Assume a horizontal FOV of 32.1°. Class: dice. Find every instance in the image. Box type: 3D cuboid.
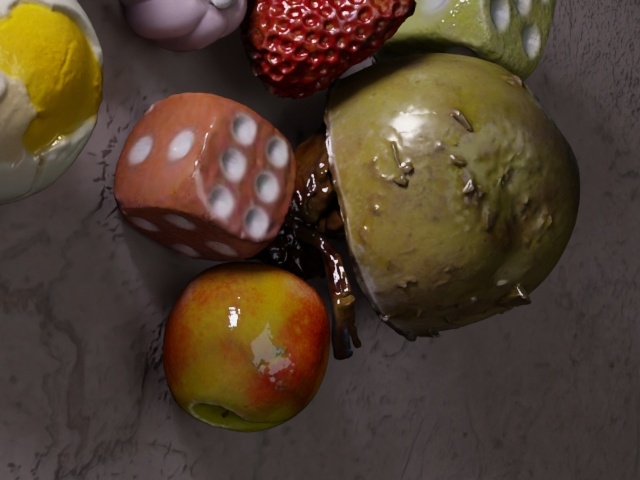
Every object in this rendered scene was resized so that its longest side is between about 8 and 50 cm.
[{"bbox_3d":[-0.150,-0.081,1.451,0.174,0.179,0.175,35,69,-37],"label":"dice"},{"bbox_3d":[0.222,-0.382,1.799,0.227,0.238,0.233,27,71,-45],"label":"dice"}]

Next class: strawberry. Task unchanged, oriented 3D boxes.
[{"bbox_3d":[0.012,-0.301,1.533,0.205,0.244,0.205,-12,90,-77],"label":"strawberry"}]

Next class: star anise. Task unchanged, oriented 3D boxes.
[{"bbox_3d":[-0.007,0.006,1.632,0.237,0.148,0.346,1,74,-48],"label":"star anise"}]

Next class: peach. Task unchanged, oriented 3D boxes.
[{"bbox_3d":[-0.098,0.141,1.496,0.231,0.231,0.231,-3,93,-47],"label":"peach"}]

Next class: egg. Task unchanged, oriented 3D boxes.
[{"bbox_3d":[-0.399,-0.175,1.113,0.345,0.283,0.283,12,82,-39],"label":"egg"}]

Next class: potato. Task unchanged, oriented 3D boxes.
[{"bbox_3d":[0.219,-0.078,1.662,0.442,0.319,0.385,51,32,-46],"label":"potato"}]

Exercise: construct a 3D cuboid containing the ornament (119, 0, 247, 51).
[{"bbox_3d":[-0.172,-0.334,1.435,0.177,0.177,0.177,-3,93,-47],"label":"ornament"}]
